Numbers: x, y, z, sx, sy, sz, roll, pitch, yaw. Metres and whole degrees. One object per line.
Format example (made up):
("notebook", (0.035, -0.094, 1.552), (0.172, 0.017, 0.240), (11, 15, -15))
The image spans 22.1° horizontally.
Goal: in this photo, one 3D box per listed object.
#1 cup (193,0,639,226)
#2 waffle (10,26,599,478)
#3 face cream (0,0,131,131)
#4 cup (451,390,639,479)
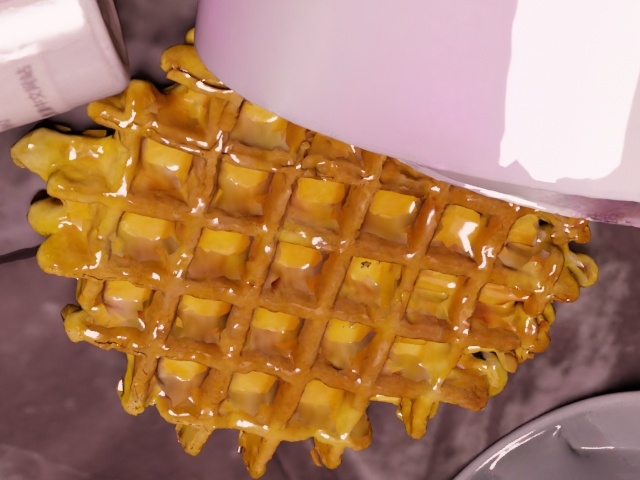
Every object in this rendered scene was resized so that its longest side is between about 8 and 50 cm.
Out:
("cup", (0.097, -0.203, 0.489), (0.253, 0.253, 0.371), (1, 111, -11))
("waffle", (0.000, 0.000, 0.708), (0.229, 0.051, 0.231), (-26, 122, 5))
("face cream", (-0.210, -0.054, 0.621), (0.269, 0.082, 0.082), (-17, 121, -1))
("cup", (0.192, 0.245, 0.793), (0.205, 0.205, 0.312), (-34, 120, 10))
